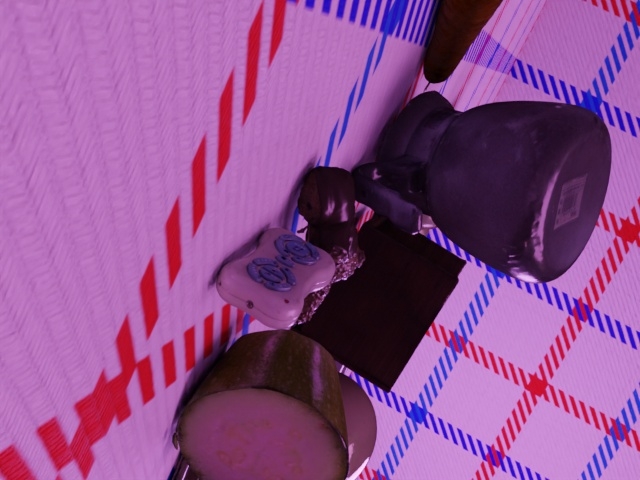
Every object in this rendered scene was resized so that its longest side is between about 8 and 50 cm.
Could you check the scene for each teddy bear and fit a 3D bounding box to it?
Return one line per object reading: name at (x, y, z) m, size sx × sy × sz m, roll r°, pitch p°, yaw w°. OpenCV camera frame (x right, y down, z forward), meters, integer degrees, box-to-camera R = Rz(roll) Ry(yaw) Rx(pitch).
teddy bear at (0.008, 0.003, 0.840) m, size 0.119 × 0.078 × 0.160 m, roll -97°, pitch -163°, yaw -53°

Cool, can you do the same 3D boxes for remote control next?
remote control at (-0.035, 0.028, 0.726) m, size 0.032 × 0.074 × 0.122 m, roll -64°, pitch 172°, yaw 28°

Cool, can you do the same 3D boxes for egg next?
egg at (-0.013, 0.292, 1.301) m, size 0.185 × 0.186 × 0.242 m, roll -66°, pitch 169°, yaw 24°

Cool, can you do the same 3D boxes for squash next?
squash at (-0.051, 0.170, 0.848) m, size 0.122 × 0.170 × 0.170 m, roll -80°, pitch -171°, yaw -51°

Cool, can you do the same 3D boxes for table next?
table at (0.089, 0.079, 1.273) m, size 0.193 × 0.173 × 0.169 m, roll -60°, pitch 173°, yaw 14°

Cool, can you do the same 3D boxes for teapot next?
teapot at (0.177, -0.061, 1.097) m, size 0.305 × 0.285 × 0.223 m, roll -47°, pitch 139°, yaw -27°

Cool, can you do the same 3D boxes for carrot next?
carrot at (0.162, -0.257, 1.035) m, size 0.078 × 0.078 × 0.298 m, roll -58°, pitch 176°, yaw -20°

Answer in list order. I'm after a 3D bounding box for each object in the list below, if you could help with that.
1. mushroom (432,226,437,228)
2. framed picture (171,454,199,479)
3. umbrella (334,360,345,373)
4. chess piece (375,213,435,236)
mushroom at (0.282, -0.139, 1.795) m, size 0.278 × 0.146 × 0.278 m, roll -53°, pitch 173°, yaw -10°
framed picture at (-0.136, 0.267, 1.079) m, size 0.216 × 0.016 × 0.273 m, roll -66°, pitch 171°, yaw 23°
umbrella at (0.011, 0.295, 1.844) m, size 0.073 × 0.067 × 0.337 m, roll -72°, pitch -178°, yaw -49°
chess piece at (0.172, -0.080, 1.439) m, size 0.243 × 0.133 × 0.133 m, roll -61°, pitch 173°, yaw 36°
